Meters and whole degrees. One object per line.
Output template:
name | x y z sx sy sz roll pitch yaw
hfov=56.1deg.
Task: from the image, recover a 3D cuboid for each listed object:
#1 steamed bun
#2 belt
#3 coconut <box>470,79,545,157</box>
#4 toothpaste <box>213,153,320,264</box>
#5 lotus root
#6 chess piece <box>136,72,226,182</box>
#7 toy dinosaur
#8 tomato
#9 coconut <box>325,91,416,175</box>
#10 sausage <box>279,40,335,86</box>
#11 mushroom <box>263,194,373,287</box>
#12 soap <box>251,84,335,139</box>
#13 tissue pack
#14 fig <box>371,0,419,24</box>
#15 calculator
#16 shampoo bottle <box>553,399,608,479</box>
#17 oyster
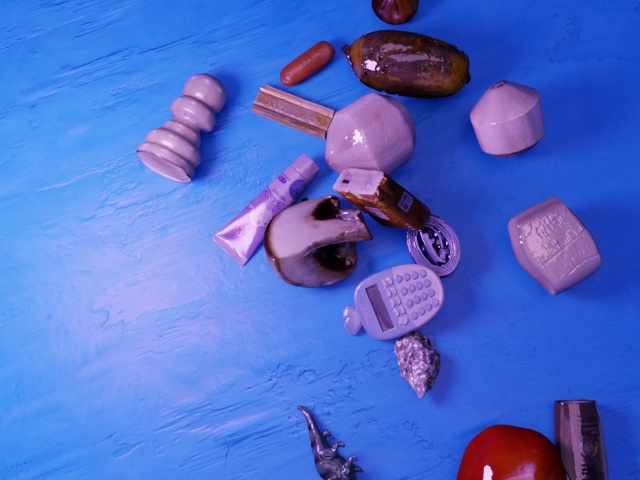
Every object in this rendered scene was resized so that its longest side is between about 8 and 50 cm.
steamed bun | 0.645 0.017 1.694 0.200 0.155 0.250 -32 85 -3
belt | 0.326 0.015 1.737 0.141 0.082 0.190 -27 78 5
coconut | 0.539 -0.359 1.740 0.202 0.222 0.202 -18 33 12
toothpaste | -0.150 -0.099 1.789 0.125 0.080 0.371 43 89 6
lotus root | 0.257 -0.535 1.811 0.397 0.196 0.179 9 72 6
chess piece | -0.395 -0.354 1.804 0.182 0.182 0.330 23 74 6
toy dinosaur | 0.034 0.571 1.622 0.120 0.079 0.292 -18 74 -5
tomato | 0.490 0.621 1.522 0.298 0.226 0.299 -1 81 4
coconut | 0.133 -0.287 1.735 0.266 0.237 0.237 -37 79 -5
sausage | -0.044 -0.550 1.879 0.197 0.076 0.076 -36 79 -7
mushroom | -0.007 -0.002 1.735 0.292 0.212 0.217 -29 37 1
soap | -0.084 -0.400 1.866 0.252 0.037 0.092 22 77 7
tissue pack | 0.174 -0.114 1.673 0.183 0.226 0.092 17 76 51
fig | 0.226 -0.756 1.878 0.148 0.202 0.149 39 116 22
calculator | 0.202 0.177 1.698 0.302 0.042 0.188 -24 81 14
shampoo bottle | 0.695 0.604 1.595 0.125 0.084 0.350 -1 78 -1
oyster | 0.276 0.340 1.677 0.125 0.064 0.177 -30 76 -1
